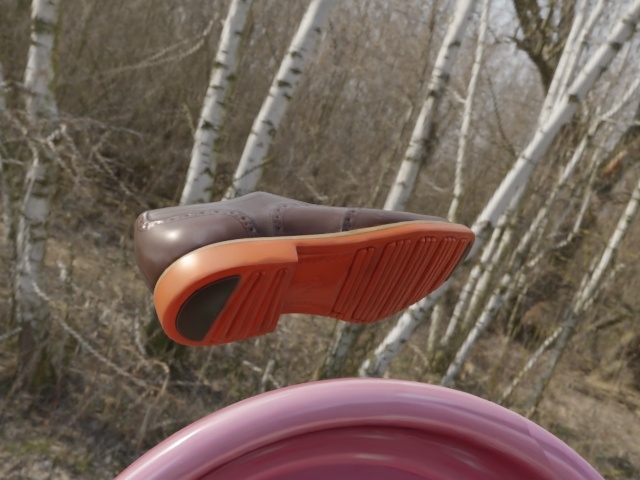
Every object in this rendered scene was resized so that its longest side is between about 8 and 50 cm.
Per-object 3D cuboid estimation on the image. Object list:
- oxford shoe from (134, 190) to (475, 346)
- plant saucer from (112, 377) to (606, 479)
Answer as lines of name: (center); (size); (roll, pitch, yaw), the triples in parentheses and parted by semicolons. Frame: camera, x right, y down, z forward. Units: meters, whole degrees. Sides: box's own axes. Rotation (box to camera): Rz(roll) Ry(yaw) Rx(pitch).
oxford shoe: (0.000, 0.000, 0.559); (0.271, 0.097, 0.098); (-3, 43, -37)
plant saucer: (0.014, 0.231, 0.370); (0.332, 0.332, 0.084); (19, -8, -10)
